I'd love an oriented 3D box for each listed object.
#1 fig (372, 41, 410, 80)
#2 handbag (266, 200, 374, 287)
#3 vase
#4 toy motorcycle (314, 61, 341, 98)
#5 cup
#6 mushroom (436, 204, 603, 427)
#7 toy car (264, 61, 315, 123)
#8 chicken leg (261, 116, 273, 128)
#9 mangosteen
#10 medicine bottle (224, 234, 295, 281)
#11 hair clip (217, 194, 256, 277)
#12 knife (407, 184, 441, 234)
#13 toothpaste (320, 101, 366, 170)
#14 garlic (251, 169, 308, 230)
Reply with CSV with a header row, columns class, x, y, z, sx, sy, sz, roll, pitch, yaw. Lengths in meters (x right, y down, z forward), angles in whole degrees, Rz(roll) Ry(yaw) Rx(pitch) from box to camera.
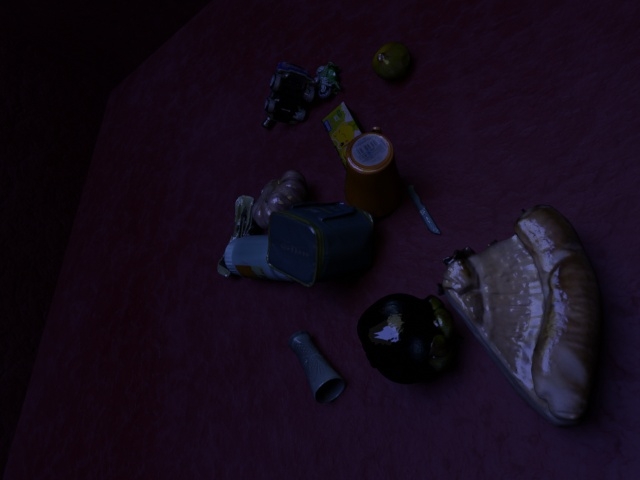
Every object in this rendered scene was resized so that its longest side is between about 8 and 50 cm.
class,x,y,z,sx,sy,sz,roll,pitch,yaw
fig,0.249,-0.627,1.642,0.136,0.121,0.153,-41,23,25
handbag,0.000,0.000,1.398,0.263,0.241,0.222,23,115,43
vase,-0.021,0.358,1.367,0.096,0.096,0.219,-51,41,9
toy motorcycle,0.033,-0.651,1.886,0.106,0.074,0.190,-21,54,22
cup,0.155,-0.213,1.384,0.182,0.264,0.226,7,70,11
mushroom,0.468,0.160,0.976,0.314,0.224,0.397,-32,55,7
toy car,-0.131,-0.602,1.909,0.158,0.172,0.235,-97,27,-45
chicken leg,-0.188,-0.578,2.044,0.125,0.080,0.196,18,88,56
mangosteen,0.216,0.233,1.142,0.243,0.243,0.243,-21,55,33
medicine bottle,-0.185,0.058,1.627,0.318,0.158,0.158,1,69,42
hair clip,-0.303,-0.012,1.827,0.138,0.091,0.321,19,92,47
knife,0.299,-0.090,1.374,0.028,0.015,0.210,-33,49,17
toothpaste,0.106,-0.350,1.645,0.110,0.077,0.327,-37,48,19
garlic,-0.132,-0.135,1.695,0.245,0.160,0.245,-43,26,26
